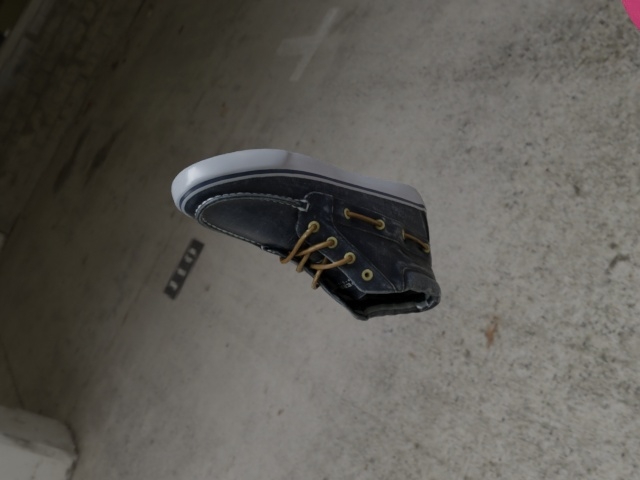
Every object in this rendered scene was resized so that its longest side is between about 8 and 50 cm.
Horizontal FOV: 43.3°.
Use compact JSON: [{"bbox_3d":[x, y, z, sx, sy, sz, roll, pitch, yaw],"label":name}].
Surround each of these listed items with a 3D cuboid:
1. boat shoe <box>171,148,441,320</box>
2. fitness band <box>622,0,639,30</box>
[{"bbox_3d":[0.000,0.000,0.500,0.065,0.183,0.083,-44,50,46],"label":"boat shoe"},{"bbox_3d":[0.234,-0.232,0.395,0.209,0.054,0.291,37,117,59],"label":"fitness band"}]
